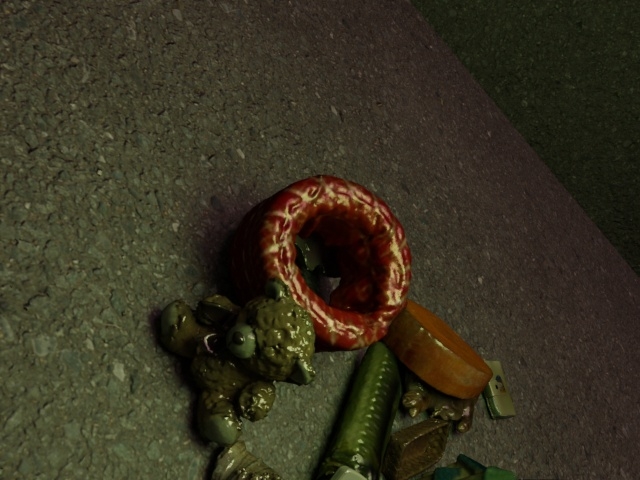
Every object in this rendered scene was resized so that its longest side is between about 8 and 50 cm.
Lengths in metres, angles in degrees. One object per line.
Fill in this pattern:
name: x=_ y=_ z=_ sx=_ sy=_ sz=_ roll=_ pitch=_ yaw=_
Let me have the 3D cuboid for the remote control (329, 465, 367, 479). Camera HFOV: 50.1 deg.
remote control: x=0.016 y=0.492 z=1.205 sx=0.087 sy=0.029 sz=0.190 roll=43 pitch=76 yaw=-19

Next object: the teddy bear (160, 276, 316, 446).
teddy bear: x=-0.121 y=0.188 z=1.166 sx=0.156 sy=0.256 sz=0.267 roll=-6 pitch=70 yaw=-56

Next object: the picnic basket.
picnic basket: x=0.207 y=0.450 z=1.489 sx=0.193 sy=0.055 sz=0.110 roll=-1 pitch=107 yaw=-48

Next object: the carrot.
carrot: x=0.285 y=0.263 z=1.646 sx=0.307 sy=0.100 sz=0.258 roll=32 pitch=17 yaw=-26

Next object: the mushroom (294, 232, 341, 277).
mushroom: x=0.000 y=0.000 z=1.555 sx=0.141 sy=0.117 sz=0.188 roll=-30 pitch=94 yaw=-12

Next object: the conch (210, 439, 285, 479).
conch: x=-0.110 y=0.439 z=1.123 sx=0.178 sy=0.163 sz=0.245 roll=69 pitch=0 yaw=-49

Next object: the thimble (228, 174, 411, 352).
thimble: x=0.001 y=0.047 z=1.358 sx=0.350 sy=0.230 sz=0.350 roll=6 pitch=77 yaw=-28

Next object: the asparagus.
asparagus: x=0.094 y=0.374 z=1.399 sx=0.128 sy=0.108 sz=0.382 roll=46 pitch=37 yaw=-15

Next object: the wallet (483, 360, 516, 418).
wallet: x=0.478 y=0.409 z=1.875 sx=0.110 sy=0.039 sz=0.155 roll=14 pitch=55 yaw=-47

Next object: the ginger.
ginger: x=0.295 y=0.380 z=1.656 sx=0.333 sy=0.080 sz=0.166 roll=21 pitch=56 yaw=-44

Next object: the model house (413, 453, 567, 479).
model house: x=0.383 y=0.598 z=1.426 sx=0.312 sy=0.280 sz=0.245 roll=36 pitch=42 yaw=-25
